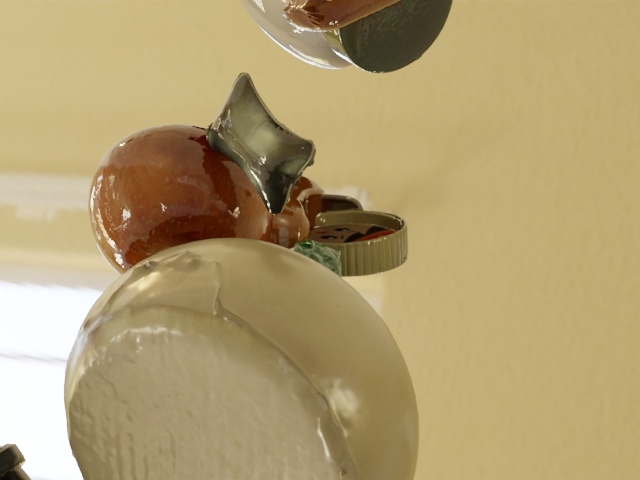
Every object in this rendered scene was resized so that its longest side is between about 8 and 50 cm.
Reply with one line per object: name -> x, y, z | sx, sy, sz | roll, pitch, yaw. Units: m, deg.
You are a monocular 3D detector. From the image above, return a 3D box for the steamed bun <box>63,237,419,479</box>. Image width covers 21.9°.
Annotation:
steamed bun -> -0.066, 0.162, 1.646 | 0.374, 0.241, 0.374 | 13, -59, 24

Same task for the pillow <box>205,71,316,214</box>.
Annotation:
pillow -> -0.063, -0.099, 1.688 | 0.136, 0.055, 0.091 | 47, -31, 23

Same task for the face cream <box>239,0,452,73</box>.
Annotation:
face cream -> 0.006, -0.403, 2.424 | 0.357, 0.219, 0.312 | 37, -39, 43

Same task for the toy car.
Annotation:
toy car -> 0.000, 0.000, 2.017 | 0.235, 0.145, 0.235 | -1, 17, 0

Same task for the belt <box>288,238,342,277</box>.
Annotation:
belt -> -0.004, 0.077, 1.871 | 0.079, 0.151, 0.121 | 5, -15, -10

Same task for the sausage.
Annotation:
sausage -> 0.069, -0.338, 2.151 | 0.089, 0.300, 0.083 | 13, -55, 42

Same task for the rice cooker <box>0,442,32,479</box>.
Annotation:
rice cooker -> -0.390, 0.334, 1.721 | 0.224, 0.267, 0.267 | 55, -22, 4

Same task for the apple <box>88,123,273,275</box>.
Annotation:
apple -> -0.150, -0.026, 1.794 | 0.201, 0.162, 0.201 | -7, -42, -6
